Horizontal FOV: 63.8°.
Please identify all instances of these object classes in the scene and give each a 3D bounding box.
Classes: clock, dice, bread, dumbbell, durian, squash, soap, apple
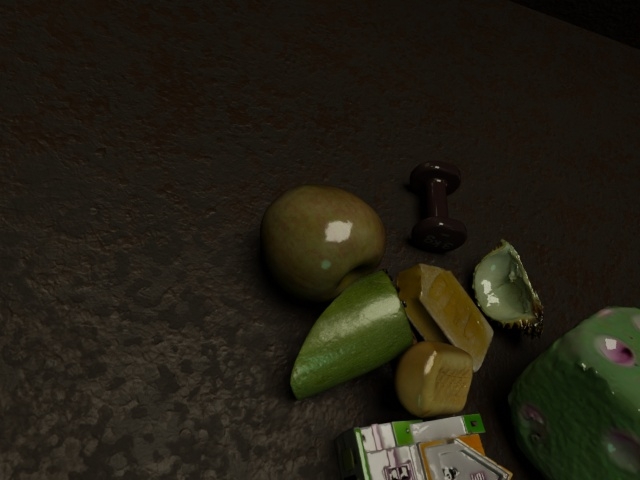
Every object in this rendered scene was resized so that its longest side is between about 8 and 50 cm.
[{"bbox_3d":[0.206,0.456,0.954,0.310,0.166,0.235,-3,62,-16],"label":"clock"},{"bbox_3d":[0.612,0.348,1.055,0.323,0.318,0.330,-15,45,-31],"label":"dice"},{"bbox_3d":[0.221,0.272,1.021,0.217,0.098,0.147,27,80,-50],"label":"bread"},{"bbox_3d":[0.304,-0.089,1.344,0.141,0.124,0.225,15,57,-15],"label":"dumbbell"},{"bbox_3d":[0.465,0.131,1.275,0.145,0.139,0.252,-2,62,-19],"label":"durian"},{"bbox_3d":[0.043,0.184,1.038,0.261,0.189,0.189,-22,69,-4],"label":"squash"},{"bbox_3d":[0.275,0.160,1.161,0.257,0.080,0.160,53,42,-7],"label":"soap"},{"bbox_3d":[0.000,0.000,1.083,0.257,0.256,0.234,-20,57,-31],"label":"apple"}]

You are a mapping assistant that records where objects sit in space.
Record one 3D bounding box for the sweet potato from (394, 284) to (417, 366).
[{"bbox_3d":[0.188,0.241,1.137,0.059,0.067,0.281,-16,69,10],"label":"sweet potato"}]
